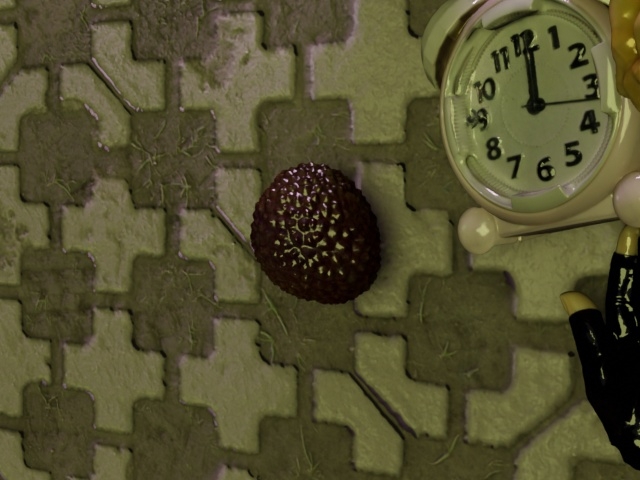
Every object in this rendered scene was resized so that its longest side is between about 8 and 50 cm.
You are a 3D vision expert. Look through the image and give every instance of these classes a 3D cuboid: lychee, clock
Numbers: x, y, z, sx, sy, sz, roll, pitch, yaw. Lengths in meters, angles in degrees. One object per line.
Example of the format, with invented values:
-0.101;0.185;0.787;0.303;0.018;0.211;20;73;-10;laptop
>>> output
0.000;0.000;1.270;0.188;0.188;0.188;2;95;25;lychee
0.280;-0.168;1.099;0.342;0.184;0.326;-13;90;44;clock

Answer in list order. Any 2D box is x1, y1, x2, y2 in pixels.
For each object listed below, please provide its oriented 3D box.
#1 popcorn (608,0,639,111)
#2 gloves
0.441;-0.216;0.799;0.390;0.354;0.344;-14;132;11;popcorn
0.393;0.127;1.115;0.197;0.152;0.301;-3;86;4;gloves
